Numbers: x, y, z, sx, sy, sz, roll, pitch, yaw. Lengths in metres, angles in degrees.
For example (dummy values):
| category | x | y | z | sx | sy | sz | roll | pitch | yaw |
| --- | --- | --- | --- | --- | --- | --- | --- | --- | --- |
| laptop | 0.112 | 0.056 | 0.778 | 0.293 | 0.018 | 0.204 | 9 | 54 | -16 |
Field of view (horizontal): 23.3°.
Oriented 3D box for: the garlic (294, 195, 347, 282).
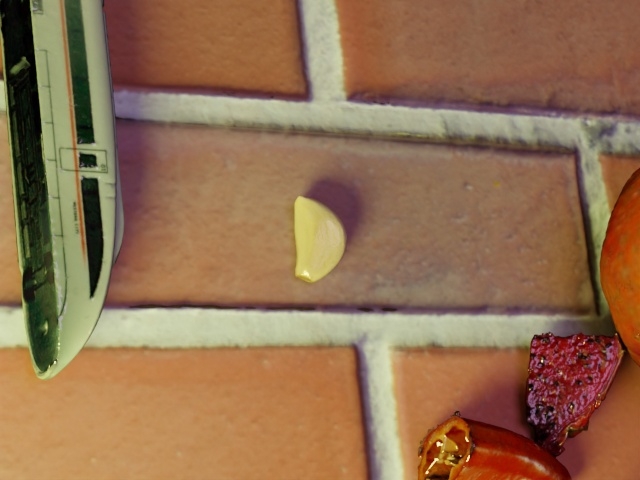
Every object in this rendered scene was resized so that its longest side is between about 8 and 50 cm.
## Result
| category | x | y | z | sx | sy | sz | roll | pitch | yaw |
| --- | --- | --- | --- | --- | --- | --- | --- | --- | --- |
| garlic | -0.001 | 0.000 | 1.502 | 0.053 | 0.041 | 0.083 | 8 | 77 | -19 |

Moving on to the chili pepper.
| category | x | y | z | sx | sy | sz | roll | pitch | yaw |
| --- | --- | --- | --- | --- | --- | --- | --- | --- | --- |
| chili pepper | 0.183 | 0.222 | 1.510 | 0.169 | 0.088 | 0.065 | 17 | 52 | -31 |

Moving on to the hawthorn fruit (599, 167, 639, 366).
| category | x | y | z | sx | sy | sz | roll | pitch | yaw |
| --- | --- | --- | --- | --- | --- | --- | --- | --- | --- |
| hawthorn fruit | 0.442 | 0.009 | 1.565 | 0.276 | 0.307 | 0.276 | 19 | 56 | -32 |

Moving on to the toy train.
| category | x | y | z | sx | sy | sz | roll | pitch | yaw |
| --- | --- | --- | --- | --- | --- | --- | --- | --- | --- |
| toy train | -0.227 | -0.076 | 1.387 | 0.088 | 0.086 | 0.407 | 3 | 73 | -32 |

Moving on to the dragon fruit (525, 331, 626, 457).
| category | x | y | z | sx | sy | sz | roll | pitch | yaw |
| --- | --- | --- | --- | --- | --- | --- | --- | --- | --- |
| dragon fruit | 0.256 | 0.160 | 1.583 | 0.097 | 0.063 | 0.131 | 7 | 75 | 5 |
